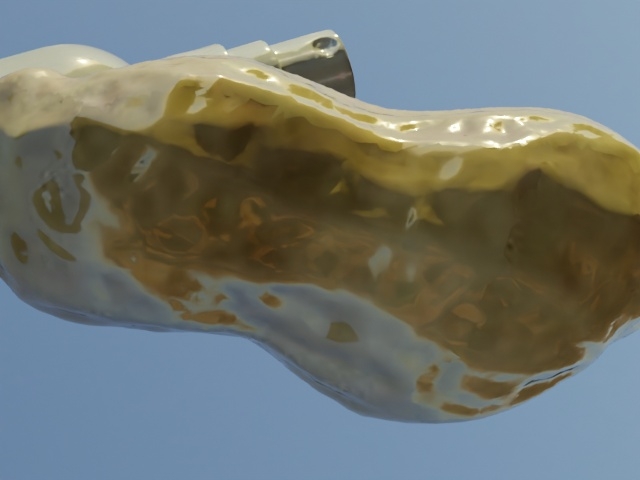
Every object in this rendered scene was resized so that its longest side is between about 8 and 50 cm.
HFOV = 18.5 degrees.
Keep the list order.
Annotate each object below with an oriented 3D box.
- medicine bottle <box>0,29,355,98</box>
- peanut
[{"bbox_3d":[-0.150,-0.045,1.041,0.352,0.110,0.110,-17,-72,-16],"label":"medicine bottle"},{"bbox_3d":[0.000,0.000,0.699,0.123,0.257,0.123,-173,90,-87],"label":"peanut"}]
